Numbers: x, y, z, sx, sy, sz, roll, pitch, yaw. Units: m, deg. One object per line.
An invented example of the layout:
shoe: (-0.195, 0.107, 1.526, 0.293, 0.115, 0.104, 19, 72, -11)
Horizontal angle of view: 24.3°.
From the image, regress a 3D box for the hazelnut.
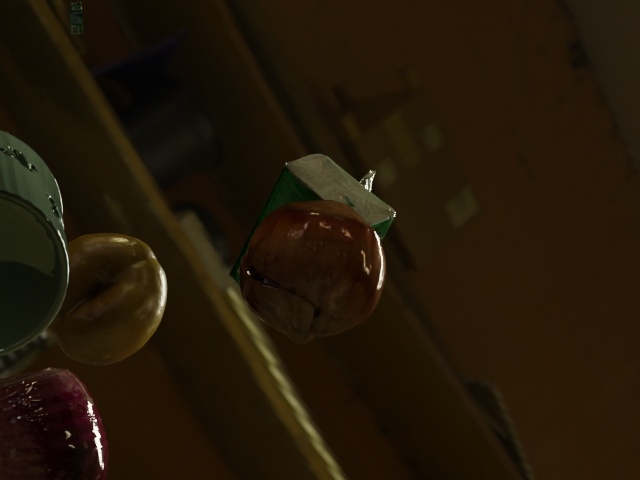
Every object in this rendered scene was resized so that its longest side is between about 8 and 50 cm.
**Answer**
hazelnut: (-0.008, 0.036, 1.830, 0.182, 0.182, 0.182, 36, -33, 28)

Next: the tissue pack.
tissue pack: (0.002, 0.000, 2.073, 0.148, 0.156, 0.209, 41, -56, 21)

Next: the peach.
peach: (-0.402, 0.104, 2.747, 0.251, 0.251, 0.153, 42, -1, 20)

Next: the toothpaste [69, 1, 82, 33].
toothpaste: (-0.395, -0.359, 2.399, 0.083, 0.020, 0.017, 113, -30, -69)

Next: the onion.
onion: (-0.392, 0.292, 1.928, 0.230, 0.272, 0.256, 6, -55, 32)

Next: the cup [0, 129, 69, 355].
cup: (-0.576, -0.013, 2.269, 0.401, 0.310, 0.392, 19, 8, -20)
